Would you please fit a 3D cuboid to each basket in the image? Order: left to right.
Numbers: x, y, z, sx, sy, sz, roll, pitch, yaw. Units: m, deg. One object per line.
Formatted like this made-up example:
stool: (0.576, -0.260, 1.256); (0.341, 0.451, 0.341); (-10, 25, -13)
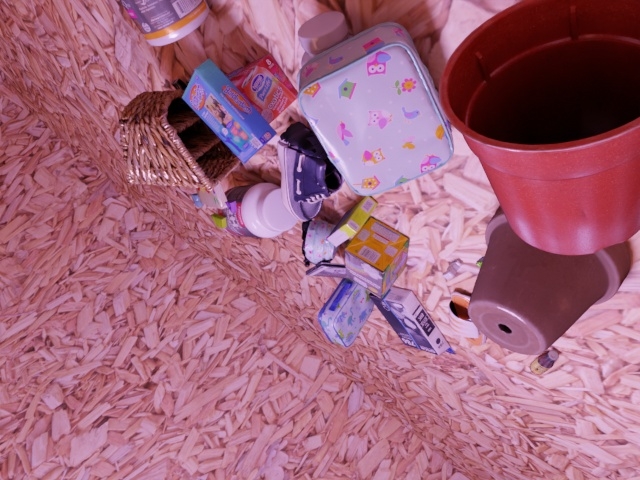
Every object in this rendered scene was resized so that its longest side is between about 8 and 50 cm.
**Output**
basket: (-0.341, -0.273, 1.317); (0.223, 0.299, 0.213); (5, 114, 8)

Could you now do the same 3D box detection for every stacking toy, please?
stacking toy: (0.407, 0.102, 1.215); (0.167, 0.052, 0.221); (40, 161, -2)

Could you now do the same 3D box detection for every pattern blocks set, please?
pattern blocks set: (-0.359, -0.172, 1.653); (0.325, 0.026, 0.285); (25, 136, 47)

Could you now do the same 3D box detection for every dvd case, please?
dvd case: (0.081, 0.099, 1.615); (0.222, 0.018, 0.164); (6, 166, -17)

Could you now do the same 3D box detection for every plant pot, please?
plant pot: (0.397, 0.080, 0.961); (0.263, 0.229, 0.263); (34, 156, 17)
plant pot: (0.322, -0.132, 0.671); (0.273, 0.272, 0.265); (22, 160, 39)

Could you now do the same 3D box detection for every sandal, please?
sandal: (0.414, 0.246, 1.448); (0.102, 0.076, 0.265); (22, 152, 38)

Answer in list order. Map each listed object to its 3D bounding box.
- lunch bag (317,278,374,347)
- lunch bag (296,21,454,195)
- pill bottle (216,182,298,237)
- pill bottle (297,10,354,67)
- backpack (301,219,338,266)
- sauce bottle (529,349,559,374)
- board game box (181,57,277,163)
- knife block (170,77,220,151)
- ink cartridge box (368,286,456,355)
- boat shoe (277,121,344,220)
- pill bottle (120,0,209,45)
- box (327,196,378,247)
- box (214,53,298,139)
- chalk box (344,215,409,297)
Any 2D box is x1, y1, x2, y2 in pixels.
lunch bag: (0.091, 0.239, 1.773); (0.090, 0.219, 0.176); (14, 147, 37)
lunch bag: (0.106, -0.219, 0.903); (0.279, 0.224, 0.107); (52, -160, -40)
pill bottle: (-0.199, -0.097, 1.667); (0.176, 0.176, 0.319); (51, 156, -23)
pill bottle: (0.033, -0.309, 0.964); (0.118, 0.117, 0.208); (22, 152, 39)
backpack: (0.000, 0.000, 1.546); (0.115, 0.151, 0.182); (2, 171, 4)
sauce bottle: (0.588, 0.319, 1.350); (0.042, 0.042, 0.128); (33, 158, 20)
board game box: (-0.208, -0.282, 1.155); (0.210, 0.047, 0.160); (47, 157, -13)
knife block: (-0.363, -0.353, 1.568); (0.242, 0.088, 0.275); (37, 158, 12)
ink cartridge box: (0.307, 0.284, 1.716); (0.165, 0.065, 0.332); (5, 140, 55)
boat shoe: (-0.014, -0.137, 1.347); (0.158, 0.127, 0.340); (38, 159, 28)
pill bottle: (-0.365, -0.566, 1.066); (0.162, 0.162, 0.278); (19, 150, 43)
box: (0.081, -0.048, 1.391); (0.042, 0.109, 0.178); (39, 158, -5)
box: (-0.190, -0.341, 1.251); (0.257, 0.128, 0.122); (6, 139, 55)
chalk box: (0.157, 0.061, 1.449); (0.133, 0.132, 0.213); (31, 157, 20)
